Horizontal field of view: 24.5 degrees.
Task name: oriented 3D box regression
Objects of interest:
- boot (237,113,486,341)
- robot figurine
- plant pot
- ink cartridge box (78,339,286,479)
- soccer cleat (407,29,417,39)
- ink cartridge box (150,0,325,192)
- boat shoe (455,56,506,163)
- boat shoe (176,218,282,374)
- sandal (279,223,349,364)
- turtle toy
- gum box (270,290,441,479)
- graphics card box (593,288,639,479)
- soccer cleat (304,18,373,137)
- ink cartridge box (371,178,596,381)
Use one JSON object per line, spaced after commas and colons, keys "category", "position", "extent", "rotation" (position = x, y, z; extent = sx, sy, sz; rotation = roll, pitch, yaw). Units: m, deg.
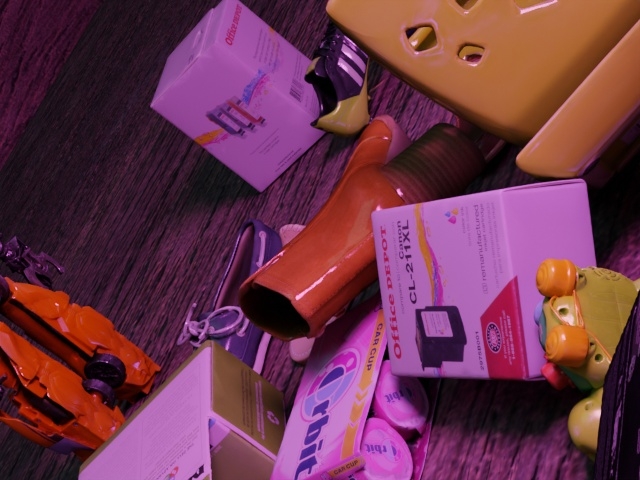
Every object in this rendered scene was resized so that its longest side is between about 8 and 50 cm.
{"category": "boot", "position": [0.014, -0.006, 1.246], "extent": [0.211, 0.104, 0.295], "rotation": [-40, 6, -9]}
{"category": "robot figurine", "position": [-0.314, 0.116, 1.579], "extent": [0.085, 0.291, 0.211], "rotation": [-37, 24, 35]}
{"category": "plant pot", "position": [0.172, -0.163, 1.061], "extent": [0.228, 0.207, 0.227], "rotation": [-48, -14, 9]}
{"category": "ink cartridge box", "position": [-0.119, 0.231, 1.247], "extent": [0.189, 0.097, 0.255], "rotation": [-45, 22, 16]}
{"category": "soccer cleat", "position": [0.069, -0.306, 1.767], "extent": [0.121, 0.093, 0.289], "rotation": [-53, 18, 18]}
{"category": "ink cartridge box", "position": [-0.091, -0.177, 1.764], "extent": [0.127, 0.176, 0.128], "rotation": [-40, 22, 28]}
{"category": "boat shoe", "position": [0.144, -0.133, 1.347], "extent": [0.064, 0.060, 0.178], "rotation": [-36, 25, 37]}
{"category": "boat shoe", "position": [-0.090, 0.089, 1.449], "extent": [0.095, 0.079, 0.254], "rotation": [-22, 35, 53]}
{"category": "sandal", "position": [-0.004, 0.002, 1.411], "extent": [0.088, 0.079, 0.240], "rotation": [-25, 33, 51]}
{"category": "turtle toy", "position": [0.173, 0.072, 0.908], "extent": [0.066, 0.095, 0.130], "rotation": [119, 156, -51]}
{"category": "gum box", "position": [0.031, 0.132, 1.135], "extent": [0.107, 0.062, 0.188], "rotation": [-35, 26, 39]}
{"category": "graphics card box", "position": [0.197, 0.037, 0.628], "extent": [0.233, 0.094, 0.371], "rotation": [-73, -4, -45]}
{"category": "soccer cleat", "position": [0.020, -0.202, 1.626], "extent": [0.060, 0.072, 0.179], "rotation": [-22, 65, 58]}
{"category": "ink cartridge box", "position": [0.113, 0.031, 1.029], "extent": [0.175, 0.072, 0.127], "rotation": [-9, 88, 62]}
